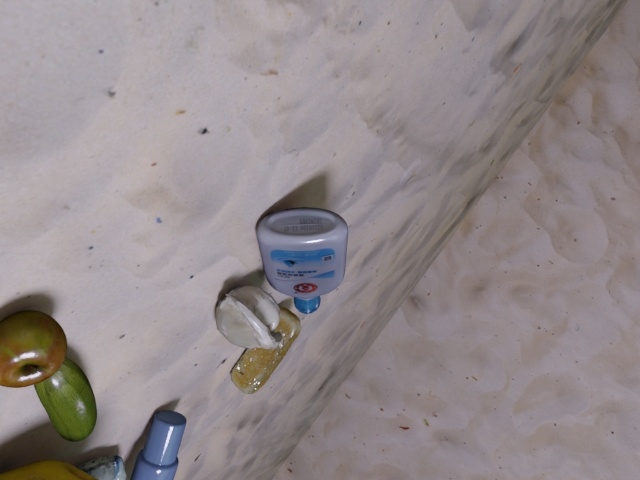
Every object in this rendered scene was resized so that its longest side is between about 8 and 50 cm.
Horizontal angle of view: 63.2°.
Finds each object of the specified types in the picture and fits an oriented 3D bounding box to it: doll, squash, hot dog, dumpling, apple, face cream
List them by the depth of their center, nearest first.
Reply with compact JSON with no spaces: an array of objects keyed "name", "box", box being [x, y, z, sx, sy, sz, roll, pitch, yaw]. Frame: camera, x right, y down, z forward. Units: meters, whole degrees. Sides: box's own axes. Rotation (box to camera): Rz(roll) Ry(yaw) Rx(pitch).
[{"name":"apple","box":[-0.340,0.125,0.596,0.089,0.074,0.090,-39,156,-22]},{"name":"squash","box":[-0.359,0.225,0.740,0.066,0.066,0.252,-35,155,-34]},{"name":"doll","box":[-0.435,0.451,0.966,0.104,0.071,0.214,-58,158,-2]},{"name":"dumpling","box":[-0.130,0.156,1.005,0.118,0.136,0.199,-53,171,-11]},{"name":"face cream","box":[-0.032,0.055,1.030,0.162,0.080,0.337,-1,150,-1]},{"name":"face cream","box":[-0.371,0.551,1.097,0.135,0.086,0.386,13,96,-62]},{"name":"hot dog","box":[-0.127,0.267,1.267,0.243,0.084,0.073,-57,157,14]}]

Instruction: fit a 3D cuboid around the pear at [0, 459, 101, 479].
[{"name":"pear","box":[-0.425,0.490,0.727,0.285,0.284,0.337,36,65,-69]}]
